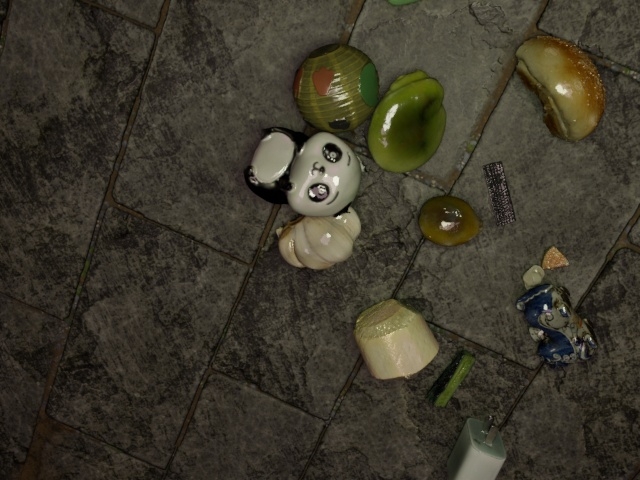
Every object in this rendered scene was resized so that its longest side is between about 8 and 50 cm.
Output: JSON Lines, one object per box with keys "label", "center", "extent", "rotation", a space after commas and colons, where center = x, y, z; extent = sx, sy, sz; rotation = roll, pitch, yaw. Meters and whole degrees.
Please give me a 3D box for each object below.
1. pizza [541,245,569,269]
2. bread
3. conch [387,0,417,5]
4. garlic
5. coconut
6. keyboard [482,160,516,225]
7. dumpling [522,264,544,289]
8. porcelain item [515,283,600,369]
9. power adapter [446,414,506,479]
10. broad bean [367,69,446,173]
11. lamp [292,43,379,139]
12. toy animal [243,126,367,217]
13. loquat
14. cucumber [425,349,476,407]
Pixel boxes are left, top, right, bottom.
{"label": "pizza", "center": [0.720, 0.060, 1.684], "extent": [0.078, 0.025, 0.083], "rotation": [21, 115, 6]}
{"label": "bread", "center": [0.656, -0.411, 1.468], "extent": [0.171, 0.192, 0.314], "rotation": [-32, 100, 16]}
{"label": "conch", "center": [0.268, -0.719, 1.459], "extent": [0.250, 0.137, 0.143], "rotation": [-14, 103, 11]}
{"label": "garlic", "center": [0.006, 0.005, 1.686], "extent": [0.281, 0.185, 0.203], "rotation": [-40, 120, 14]}
{"label": "coconut", "center": [0.236, 0.326, 1.723], "extent": [0.239, 0.239, 0.244], "rotation": [-26, 101, 14]}
{"label": "keyboard", "center": [0.539, -0.140, 1.656], "extent": [0.060, 0.018, 0.195], "rotation": [-17, 104, 9]}
{"label": "dumpling", "center": [0.659, 0.113, 1.702], "extent": [0.052, 0.057, 0.076], "rotation": [-11, 93, 55]}
{"label": "porcelain item", "center": [0.722, 0.267, 1.701], "extent": [0.186, 0.138, 0.288], "rotation": [-35, 104, 33]}
{"label": "power adapter", "center": [0.524, 0.698, 1.813], "extent": [0.124, 0.187, 0.255], "rotation": [19, 107, 1]}
{"label": "broad bean", "center": [0.252, -0.329, 1.558], "extent": [0.238, 0.119, 0.291], "rotation": [15, 106, -31]}
{"label": "lamp", "center": [0.051, -0.400, 1.538], "extent": [0.250, 0.250, 0.284], "rotation": [-15, 126, 12]}
{"label": "toy animal", "center": [-0.032, -0.194, 1.570], "extent": [0.310, 0.251, 0.251], "rotation": [22, 109, 21]}
{"label": "loquat", "center": [0.384, -0.056, 1.634], "extent": [0.195, 0.152, 0.152], "rotation": [12, 108, 17]}
{"label": "cucumber", "center": [0.429, 0.452, 1.825], "extent": [0.078, 0.062, 0.211], "rotation": [19, 104, -34]}
